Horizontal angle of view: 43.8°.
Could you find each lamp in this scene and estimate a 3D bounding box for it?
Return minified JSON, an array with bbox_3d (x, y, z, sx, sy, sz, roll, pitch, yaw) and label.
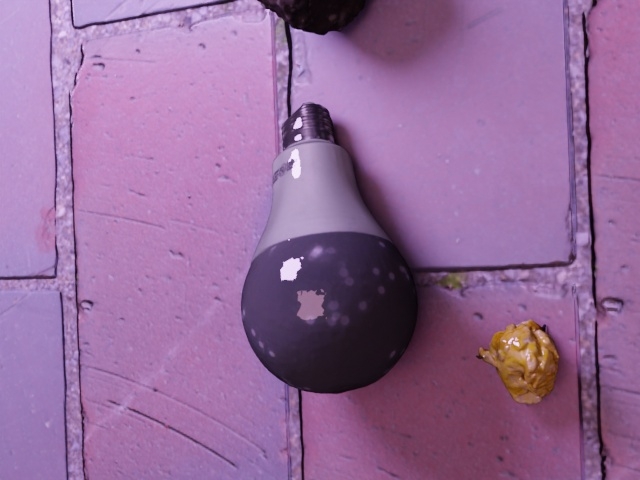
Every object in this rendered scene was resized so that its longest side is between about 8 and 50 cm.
[{"bbox_3d":[-0.013,0.013,0.855,0.182,0.182,0.314,-36,56,21],"label":"lamp"}]

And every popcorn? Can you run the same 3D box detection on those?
[{"bbox_3d":[0.207,0.113,0.795,0.084,0.084,0.084,0,91,25],"label":"popcorn"}]

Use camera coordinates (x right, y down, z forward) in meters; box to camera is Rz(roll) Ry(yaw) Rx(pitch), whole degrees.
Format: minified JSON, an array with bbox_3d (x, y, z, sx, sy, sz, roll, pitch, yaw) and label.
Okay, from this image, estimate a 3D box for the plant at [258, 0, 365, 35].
[{"bbox_3d":[-0.053,-0.355,0.861,0.146,0.149,0.274,-40,72,20],"label":"plant"}]
